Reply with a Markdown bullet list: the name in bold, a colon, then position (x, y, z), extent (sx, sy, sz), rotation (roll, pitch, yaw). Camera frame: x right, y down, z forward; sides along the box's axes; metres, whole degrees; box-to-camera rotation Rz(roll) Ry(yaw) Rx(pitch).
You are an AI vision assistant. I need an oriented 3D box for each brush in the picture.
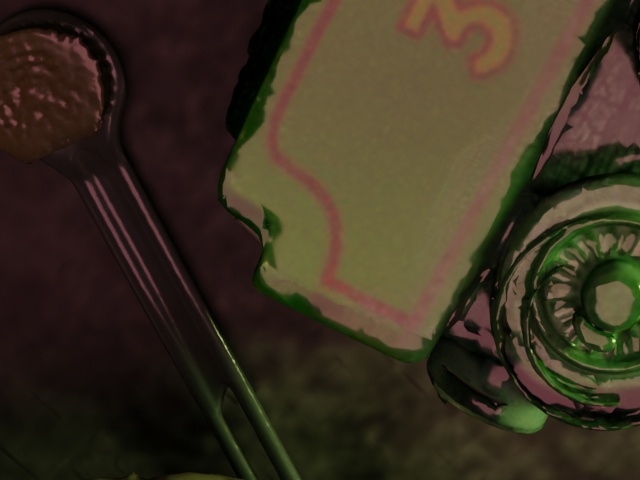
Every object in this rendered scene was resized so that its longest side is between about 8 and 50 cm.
- **brush**: position (-0.060, 0.028, 0.744), extent (0.062, 0.027, 0.266), rotation (-22, 110, 19)

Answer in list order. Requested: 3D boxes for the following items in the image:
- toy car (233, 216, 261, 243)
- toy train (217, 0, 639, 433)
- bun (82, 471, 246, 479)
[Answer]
- **toy car**: position (0.000, 0.000, 0.725), extent (0.041, 0.025, 0.093), rotation (-35, 105, 22)
- **toy train**: position (0.074, -0.058, 0.627), extent (0.188, 0.132, 0.243), rotation (25, 107, -1)
- **bun**: position (-0.076, 0.246, 0.746), extent (0.361, 0.213, 0.361), rotation (4, 102, 18)
